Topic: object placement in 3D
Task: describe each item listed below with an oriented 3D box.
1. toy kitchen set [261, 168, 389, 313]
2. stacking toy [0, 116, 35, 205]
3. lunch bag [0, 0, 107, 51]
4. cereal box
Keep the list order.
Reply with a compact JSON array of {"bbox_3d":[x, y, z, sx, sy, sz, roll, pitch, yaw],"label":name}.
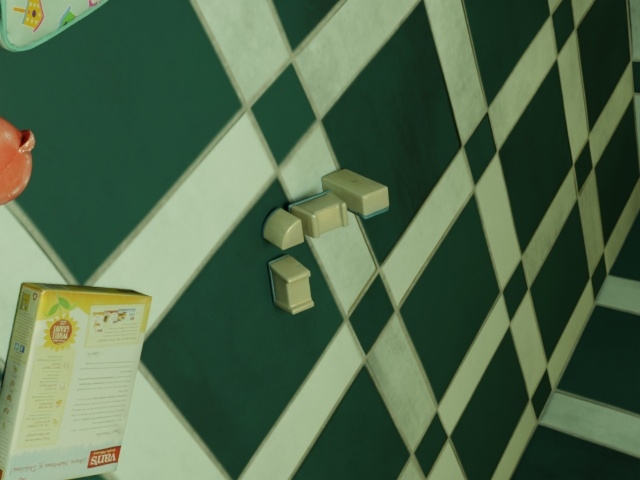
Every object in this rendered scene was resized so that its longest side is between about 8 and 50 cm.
[{"bbox_3d":[0.000,0.000,1.345,0.207,0.122,0.166,-21,120,-26],"label":"toy kitchen set"},{"bbox_3d":[-0.418,-0.024,0.720,0.279,0.130,0.309,39,69,-52],"label":"stacking toy"},{"bbox_3d":[-0.284,-0.332,0.763,0.224,0.108,0.279,-62,164,-48],"label":"lunch bag"},{"bbox_3d":[-0.307,0.176,1.007,0.173,0.047,0.240,11,92,-54],"label":"cereal box"}]
